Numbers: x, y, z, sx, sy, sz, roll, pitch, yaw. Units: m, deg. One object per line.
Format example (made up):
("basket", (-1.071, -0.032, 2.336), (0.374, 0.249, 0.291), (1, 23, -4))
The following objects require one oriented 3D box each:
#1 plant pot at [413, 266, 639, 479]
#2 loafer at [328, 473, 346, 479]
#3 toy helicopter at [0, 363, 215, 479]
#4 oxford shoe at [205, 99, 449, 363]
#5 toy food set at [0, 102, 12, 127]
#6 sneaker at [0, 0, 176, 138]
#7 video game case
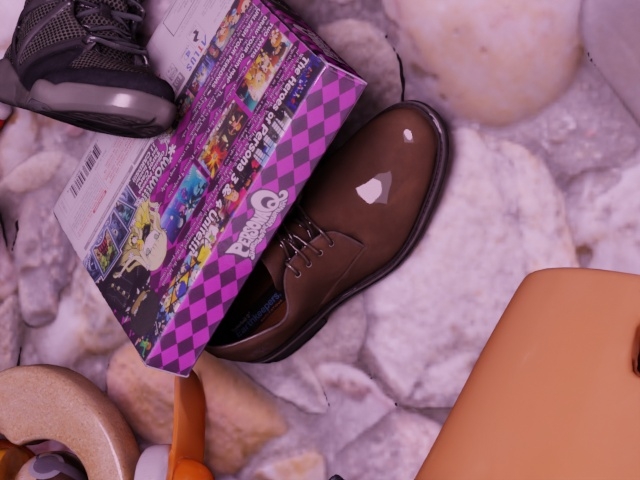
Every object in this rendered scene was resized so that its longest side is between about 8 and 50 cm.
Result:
("plant pot", (0.188, 0.140, 1.011), (0.291, 0.291, 0.203), (12, 80, 24))
("loafer", (0.001, 0.240, 1.209), (0.061, 0.062, 0.170), (21, 110, 15))
("toy helicopter", (-0.141, 0.244, 1.232), (0.235, 0.140, 0.355), (-33, 76, 12))
("oxford shoe", (0.000, 0.000, 1.182), (0.083, 0.096, 0.227), (45, 107, 19))
("toy food set", (-0.292, -0.080, 1.298), (0.104, 0.111, 0.232), (-48, 41, 18))
("sneaker", (-0.155, -0.140, 1.218), (0.227, 0.087, 0.130), (23, 96, 62))
("video game case", (-0.083, -0.059, 1.194), (0.232, 0.042, 0.210), (-58, 37, 14))
